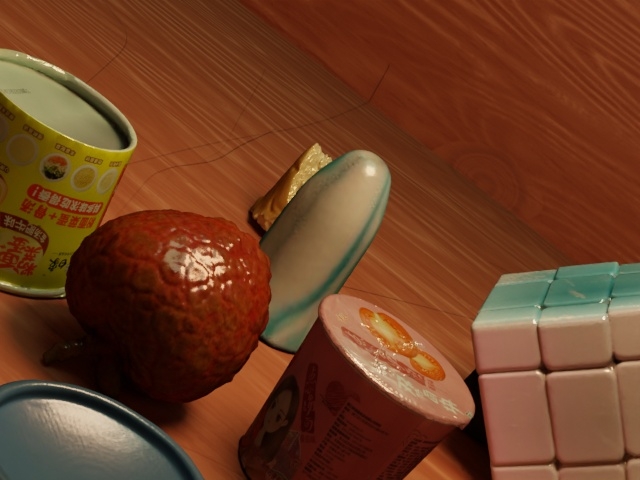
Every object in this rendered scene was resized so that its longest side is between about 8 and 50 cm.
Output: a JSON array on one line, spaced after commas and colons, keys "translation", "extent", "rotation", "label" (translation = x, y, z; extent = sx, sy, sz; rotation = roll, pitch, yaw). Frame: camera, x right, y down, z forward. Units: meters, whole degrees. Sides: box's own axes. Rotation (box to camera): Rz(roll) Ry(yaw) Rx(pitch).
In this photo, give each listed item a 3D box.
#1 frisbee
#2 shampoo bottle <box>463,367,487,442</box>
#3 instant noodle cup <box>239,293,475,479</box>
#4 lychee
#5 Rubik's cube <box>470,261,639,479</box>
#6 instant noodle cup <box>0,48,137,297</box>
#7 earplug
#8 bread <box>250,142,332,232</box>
[{"translation": [-0.246, 0.254, 1.341], "extent": [0.289, 0.049, 0.289], "rotation": [29, 17, -10], "label": "frisbee"}, {"translation": [0.303, 0.273, 2.242], "extent": [0.098, 0.071, 0.309], "rotation": [45, 17, 9], "label": "shampoo bottle"}, {"translation": [0.037, 0.231, 1.613], "extent": [0.243, 0.231, 0.243], "rotation": [32, 19, -12], "label": "instant noodle cup"}, {"translation": [-0.203, 0.083, 1.574], "extent": [0.255, 0.255, 0.300], "rotation": [41, 52, 15], "label": "lychee"}, {"translation": [0.434, 0.224, 2.005], "extent": [0.316, 0.318, 0.322], "rotation": [-6, 11, 19], "label": "Rubik's cube"}, {"translation": [-0.397, -0.099, 1.681], "extent": [0.311, 0.221, 0.311], "rotation": [32, 19, -12], "label": "instant noodle cup"}, {"translation": [0.000, 0.000, 1.974], "extent": [0.185, 0.324, 0.185], "rotation": [33, 18, -12], "label": "earplug"}, {"translation": [-0.040, -0.023, 2.360], "extent": [0.184, 0.224, 0.211], "rotation": [39, 59, -9], "label": "bread"}]
